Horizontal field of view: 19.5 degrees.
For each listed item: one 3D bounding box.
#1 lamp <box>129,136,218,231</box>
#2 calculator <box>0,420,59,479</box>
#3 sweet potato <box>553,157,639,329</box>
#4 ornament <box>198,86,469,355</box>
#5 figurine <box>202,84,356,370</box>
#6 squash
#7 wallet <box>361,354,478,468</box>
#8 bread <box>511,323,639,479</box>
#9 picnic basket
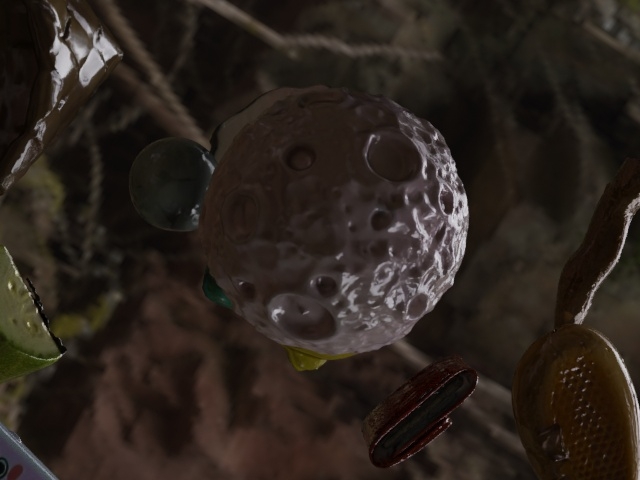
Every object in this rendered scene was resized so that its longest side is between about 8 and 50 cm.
[{"bbox_3d":[-0.157,-0.060,2.026,0.105,0.105,0.105,-48,-157,28],"label":"lamp"},{"bbox_3d":[-0.356,0.248,1.878,0.141,0.246,0.045,-47,-158,-19],"label":"calculator"},{"bbox_3d":[0.359,0.023,2.449,0.281,0.059,0.067,-63,180,1],"label":"sweet potato"},{"bbox_3d":[0.013,-0.012,1.764,0.259,0.259,0.225,-36,-154,47],"label":"ornament"},{"bbox_3d":[0.000,0.000,2.271,0.323,0.340,0.231,-38,-139,-17],"label":"figurine"},{"bbox_3d":[-0.464,0.122,2.411,0.252,0.169,0.093,-21,-172,44],"label":"squash"},{"bbox_3d":[0.106,0.181,1.998,0.142,0.045,0.204,-40,-179,0],"label":"wallet"},{"bbox_3d":[0.234,0.164,1.701,0.114,0.189,0.077,-20,-164,-17],"label":"bread"},{"bbox_3d":[-0.359,-0.166,1.434,0.293,0.337,0.337,-45,-156,19],"label":"picnic basket"}]
